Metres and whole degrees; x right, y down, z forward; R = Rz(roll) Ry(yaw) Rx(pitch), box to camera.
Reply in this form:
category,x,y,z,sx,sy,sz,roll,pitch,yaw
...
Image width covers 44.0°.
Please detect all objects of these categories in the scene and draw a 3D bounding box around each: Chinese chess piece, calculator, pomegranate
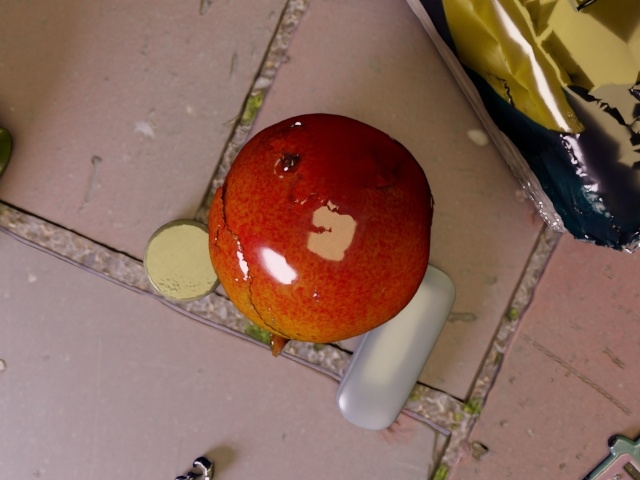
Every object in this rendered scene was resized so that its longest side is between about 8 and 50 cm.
category,x,y,z,sx,sy,sz,roll,pitch,yaw
Chinese chess piece,-0.136,0.020,0.799,0.084,0.034,0.084,0,95,-3
calculator,0.325,0.250,0.824,0.141,0.019,0.094,-44,90,2
pomegranate,0.000,0.000,0.719,0.210,0.210,0.235,9,125,-1

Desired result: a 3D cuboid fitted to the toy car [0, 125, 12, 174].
category,x,y,z,sx,sy,sz,roll,pitch,yaw
toy car,-0.405,-0.051,0.700,0.145,0.235,0.235,25,93,-2

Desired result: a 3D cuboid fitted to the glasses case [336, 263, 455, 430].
category,x,y,z,sx,sy,sz,roll,pitch,yaw
glasses case,0.076,0.106,0.799,0.067,0.045,0.179,25,92,-2

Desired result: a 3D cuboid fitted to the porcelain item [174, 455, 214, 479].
category,x,y,z,sx,sy,sz,roll,pitch,yaw
porcelain item,-0.153,0.290,0.819,0.075,0.021,0.136,5,93,3

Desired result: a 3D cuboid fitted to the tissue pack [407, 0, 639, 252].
category,x,y,z,sx,sy,sz,roll,pitch,yaw
tissue pack,0.227,-0.228,0.682,0.264,0.253,0.417,-32,95,1
